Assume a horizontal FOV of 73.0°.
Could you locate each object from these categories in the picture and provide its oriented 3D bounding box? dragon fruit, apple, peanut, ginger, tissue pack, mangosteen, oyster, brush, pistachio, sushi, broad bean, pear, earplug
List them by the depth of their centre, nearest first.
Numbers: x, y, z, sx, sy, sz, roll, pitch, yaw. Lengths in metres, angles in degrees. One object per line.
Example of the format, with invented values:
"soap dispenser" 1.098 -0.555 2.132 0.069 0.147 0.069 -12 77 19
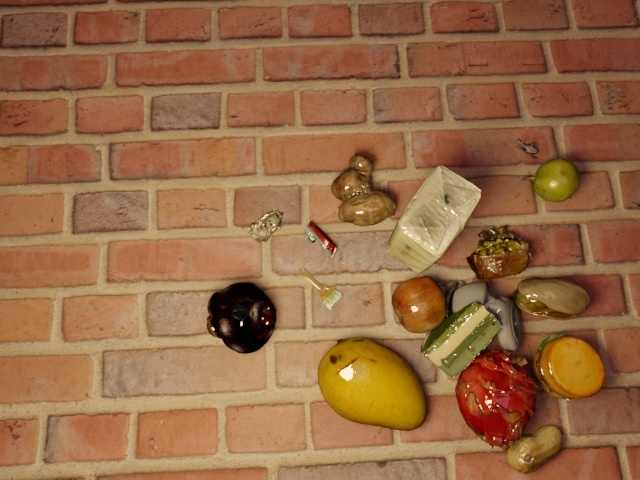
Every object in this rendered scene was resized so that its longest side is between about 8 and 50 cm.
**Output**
"dragon fruit" 0.638 0.563 1.573 0.278 0.277 0.342 27 84 4
"peanut" 0.802 0.771 1.613 0.237 0.110 0.120 -31 67 -8
"mangosteen" -0.305 0.285 1.632 0.288 0.287 0.233 35 71 6
"tissue pack" 0.412 -0.063 1.636 0.207 0.380 0.297 34 81 10
"apple" 0.378 0.247 1.658 0.188 0.211 0.211 -21 80 -5
"earplug" 0.657 0.289 1.668 0.326 0.175 0.214 37 43 -5
"pistachio" 0.909 0.216 1.699 0.288 0.166 0.197 12 41 0
"sushi" 0.714 0.054 1.737 0.297 0.167 0.179 -16 102 3
"broad bean" 0.525 0.273 1.743 0.069 0.039 0.226 14 78 -4
"brush" -0.010 0.185 1.766 0.205 0.011 0.083 42 82 8
"ginger" 0.161 -0.198 1.771 0.245 0.155 0.303 -23 81 -3
"oyster" -0.214 -0.057 1.789 0.166 0.053 0.108 -41 56 0
"pear" 0.958 -0.254 1.804 0.216 0.166 0.180 14 92 24

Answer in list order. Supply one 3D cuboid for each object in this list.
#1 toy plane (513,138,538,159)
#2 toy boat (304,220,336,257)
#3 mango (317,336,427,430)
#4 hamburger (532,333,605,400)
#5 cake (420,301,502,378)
"toy plane" 0.903 -0.405 1.888 0.121 0.031 0.049 38 89 3
"toy boat" 0.000 0.000 1.775 0.173 0.069 0.059 45 102 9
"mango" 0.199 0.544 1.595 0.445 0.220 0.301 36 78 3
"hamburger" 0.926 0.482 1.642 0.246 0.170 0.245 2 67 -6
"cake" 0.530 0.344 1.627 0.158 0.172 0.283 40 107 4
